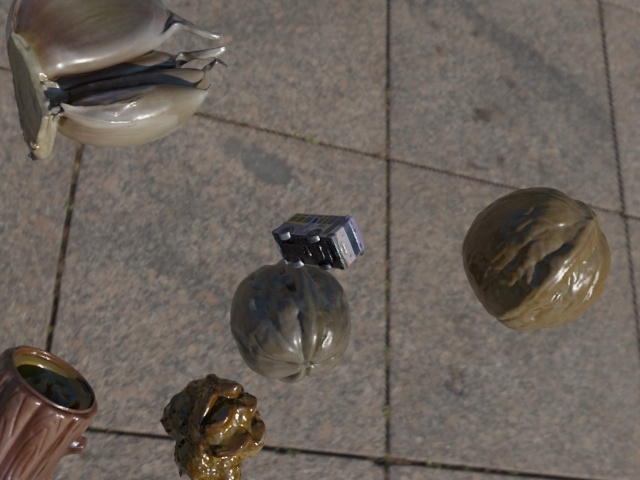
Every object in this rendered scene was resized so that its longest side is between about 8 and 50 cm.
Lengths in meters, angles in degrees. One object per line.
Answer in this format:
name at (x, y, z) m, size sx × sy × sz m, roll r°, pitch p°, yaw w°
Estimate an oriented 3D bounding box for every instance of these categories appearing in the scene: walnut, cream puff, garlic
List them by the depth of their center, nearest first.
cream puff at (-0.118, 0.204, 0.924) m, size 0.116 × 0.122 × 0.094 m, roll 31°, pitch 45°, yaw 27°
garlic at (-0.272, -0.227, 1.097) m, size 0.237 × 0.210 × 0.292 m, roll 27°, pitch 42°, yaw 36°
walnut at (0.337, 0.026, 1.352) m, size 0.228 × 0.228 × 0.228 m, roll 10°, pitch 65°, yaw -22°
walnut at (-0.050, 0.131, 1.481) m, size 0.224 × 0.224 × 0.224 m, roll 10°, pitch 65°, yaw -22°

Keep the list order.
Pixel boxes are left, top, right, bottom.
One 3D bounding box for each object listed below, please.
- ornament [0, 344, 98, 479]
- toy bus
ornament at (-0.488, 0.308, 1.403) m, size 0.221 × 0.235 × 0.218 m, roll 37°, pitch 98°, yaw -5°
toy bus at (0.000, 0.000, 0.999) m, size 0.058 × 0.102 × 0.052 m, roll -41°, pitch 120°, yaw -34°
